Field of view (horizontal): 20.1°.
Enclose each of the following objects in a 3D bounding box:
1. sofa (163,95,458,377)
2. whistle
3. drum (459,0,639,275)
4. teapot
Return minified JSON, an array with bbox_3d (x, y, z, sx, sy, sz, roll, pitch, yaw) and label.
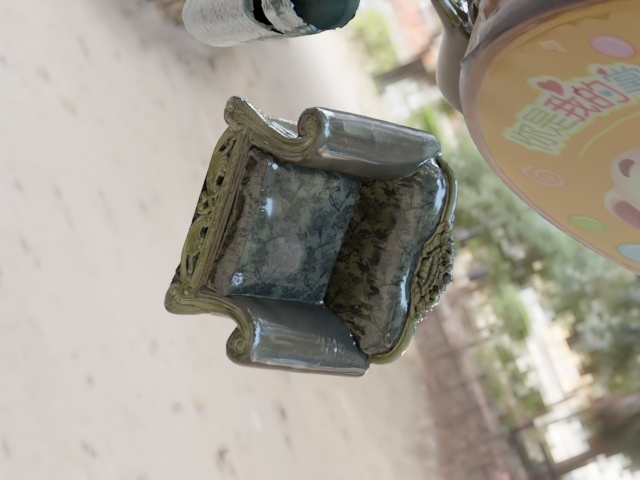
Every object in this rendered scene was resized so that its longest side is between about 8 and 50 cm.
[{"bbox_3d":[0.000,0.000,1.737,0.200,0.258,0.182,11,11,-46],"label":"sofa"},{"bbox_3d":[-0.045,-0.188,1.442,0.062,0.062,0.312,68,-15,-10],"label":"whistle"},{"bbox_3d":[0.294,-0.104,0.868,0.431,0.431,0.214,59,47,-64],"label":"drum"},{"bbox_3d":[0.253,-0.242,2.135,0.185,0.268,0.175,-90,-169,-47],"label":"teapot"}]
